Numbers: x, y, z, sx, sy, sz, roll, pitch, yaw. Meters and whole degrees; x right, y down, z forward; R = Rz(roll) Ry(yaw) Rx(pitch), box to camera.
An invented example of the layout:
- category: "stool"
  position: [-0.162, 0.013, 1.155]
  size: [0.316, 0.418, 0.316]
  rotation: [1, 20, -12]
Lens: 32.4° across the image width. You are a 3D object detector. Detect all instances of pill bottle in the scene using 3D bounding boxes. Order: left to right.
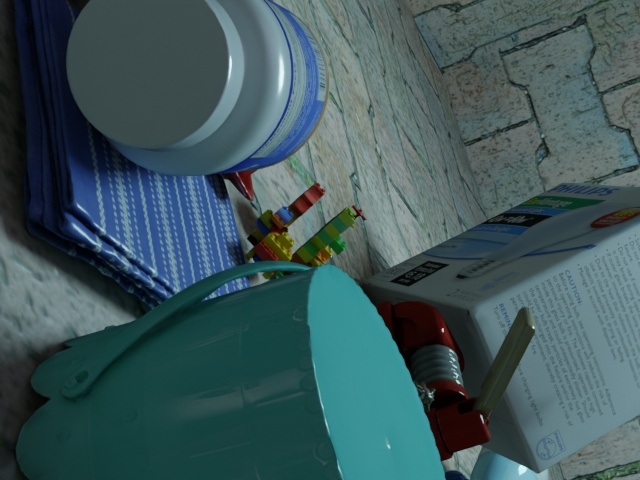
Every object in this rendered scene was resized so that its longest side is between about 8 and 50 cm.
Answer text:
- category: "pill bottle"
  position: [-0.088, -0.124, 0.835]
  size: [0.272, 0.152, 0.152]
  rotation: [-25, 95, -78]

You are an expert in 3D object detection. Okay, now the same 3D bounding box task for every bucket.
- category: "bucket"
  position: [-0.037, 0.154, 0.708]
  size: [0.281, 0.183, 0.281]
  rotation: [-21, 90, -76]

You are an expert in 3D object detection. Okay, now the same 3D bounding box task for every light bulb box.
- category: "light bulb box"
  position: [0.306, 0.091, 1.455]
  size: [0.225, 0.361, 0.358]
  rotation: [67, -16, -10]

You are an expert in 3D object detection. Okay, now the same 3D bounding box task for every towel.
- category: "towel"
  position: [-0.144, -0.040, 0.902]
  size: [0.336, 0.040, 0.243]
  rotation: [50, 22, -57]

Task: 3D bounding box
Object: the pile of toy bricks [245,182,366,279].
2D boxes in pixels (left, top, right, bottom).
- category: "pile of toy bricks"
  position: [0.000, 0.000, 1.108]
  size: [0.118, 0.105, 0.212]
  rotation: [48, 8, -4]

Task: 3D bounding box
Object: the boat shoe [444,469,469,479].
- category: "boat shoe"
  position: [0.181, 0.394, 1.439]
  size: [0.066, 0.066, 0.183]
  rotation: [54, 31, -60]

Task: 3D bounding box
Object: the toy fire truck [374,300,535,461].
- category: "toy fire truck"
  position: [0.127, 0.142, 1.196]
  size: [0.217, 0.246, 0.158]
  rotation: [-93, 158, -49]

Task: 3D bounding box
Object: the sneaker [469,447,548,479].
- category: "sneaker"
  position: [0.277, 0.449, 1.653]
  size: [0.150, 0.135, 0.365]
  rotation: [-52, 136, -33]

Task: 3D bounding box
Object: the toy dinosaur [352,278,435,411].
- category: "toy dinosaur"
  position: [0.026, 0.109, 1.147]
  size: [0.268, 0.118, 0.064]
  rotation: [-123, -137, -58]

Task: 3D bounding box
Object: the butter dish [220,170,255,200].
- category: "butter dish"
  position: [-0.068, -0.141, 1.086]
  size: [0.159, 0.118, 0.160]
  rotation: [61, 4, -17]
